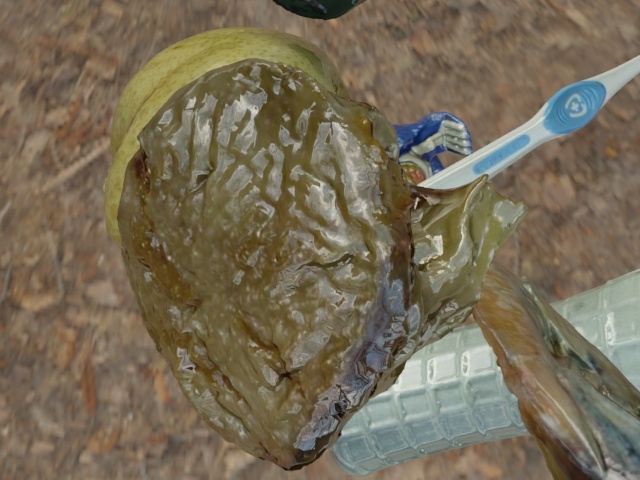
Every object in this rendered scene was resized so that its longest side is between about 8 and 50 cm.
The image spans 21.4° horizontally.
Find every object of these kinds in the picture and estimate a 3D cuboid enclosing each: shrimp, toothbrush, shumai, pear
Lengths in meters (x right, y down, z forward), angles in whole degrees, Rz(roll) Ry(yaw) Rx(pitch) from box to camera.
[{"bbox_3d":[0.143,0.106,0.787,0.075,0.289,0.178,-34,146,13],"label":"shrimp"},{"bbox_3d":[0.201,-0.105,1.414,0.386,0.040,0.040,-32,110,-18],"label":"toothbrush"},{"bbox_3d":[-0.008,0.009,0.593,0.123,0.105,0.139,35,106,26],"label":"shumai"},{"bbox_3d":[-0.042,-0.034,0.904,0.136,0.167,0.167,-20,110,5],"label":"pear"}]

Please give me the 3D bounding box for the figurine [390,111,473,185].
[{"bbox_3d":[0.045,-0.046,1.768,0.120,0.262,0.164,33,128,20],"label":"figurine"}]

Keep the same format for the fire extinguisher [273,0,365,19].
[{"bbox_3d":[0.075,-0.218,0.915,0.114,0.311,0.095,-14,108,50],"label":"fire extinguisher"}]

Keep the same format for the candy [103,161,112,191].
[{"bbox_3d":[-0.150,-0.046,1.586,0.095,0.085,0.110,-34,78,-24],"label":"candy"}]

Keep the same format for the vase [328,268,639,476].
[{"bbox_3d":[0.151,0.112,1.368,0.298,0.143,0.143,-13,111,21],"label":"vase"}]
